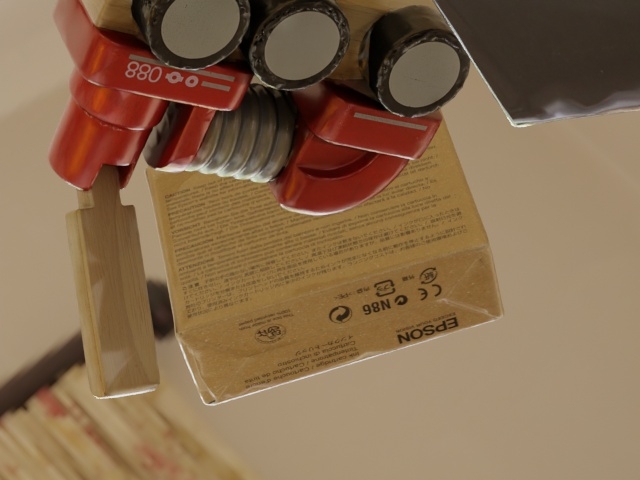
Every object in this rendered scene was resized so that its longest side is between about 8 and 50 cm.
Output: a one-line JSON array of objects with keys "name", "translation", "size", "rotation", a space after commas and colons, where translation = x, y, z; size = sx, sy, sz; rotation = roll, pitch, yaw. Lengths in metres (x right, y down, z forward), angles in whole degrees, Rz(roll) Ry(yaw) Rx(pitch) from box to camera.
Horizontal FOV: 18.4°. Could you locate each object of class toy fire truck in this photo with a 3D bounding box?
[{"name": "toy fire truck", "translation": [-0.054, -0.047, 1.104], "size": [0.217, 0.158, 0.246], "rotation": [9, -57, -32]}]

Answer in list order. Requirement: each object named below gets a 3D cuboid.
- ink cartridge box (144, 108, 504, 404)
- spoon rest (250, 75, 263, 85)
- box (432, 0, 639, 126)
[{"name": "ink cartridge box", "translation": [0.000, 0.000, 1.475], "size": [0.234, 0.193, 0.088], "rotation": [-16, -48, 2]}, {"name": "spoon rest", "translation": [-0.043, -0.175, 1.226], "size": [0.137, 0.084, 0.276], "rotation": [-50, -37, -37]}, {"name": "box", "translation": [0.126, -0.283, 0.834], "size": [0.343, 0.179, 0.312], "rotation": [53, -133, -34]}]
